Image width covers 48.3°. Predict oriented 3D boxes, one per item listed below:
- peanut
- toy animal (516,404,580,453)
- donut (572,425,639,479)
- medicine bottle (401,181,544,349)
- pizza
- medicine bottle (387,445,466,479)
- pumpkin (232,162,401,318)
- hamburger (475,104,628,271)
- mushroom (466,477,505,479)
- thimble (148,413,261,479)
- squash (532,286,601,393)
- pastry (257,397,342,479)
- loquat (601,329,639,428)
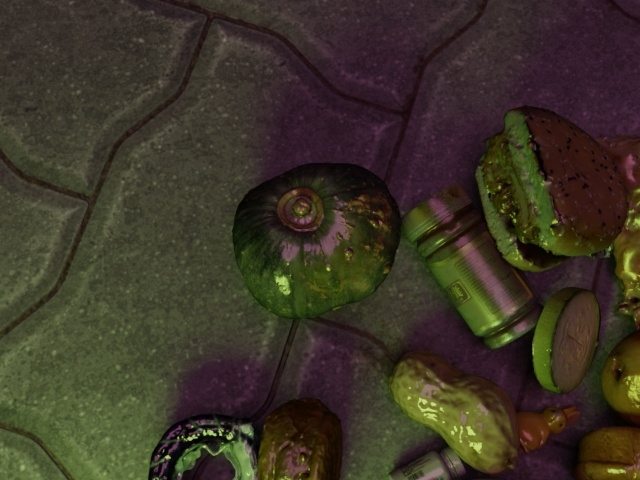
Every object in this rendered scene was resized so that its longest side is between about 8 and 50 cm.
[{"bbox_3d":[0.272,0.319,1.389,0.291,0.143,0.159,37,106,17],"label":"peanut"},{"bbox_3d":[0.455,0.365,1.442,0.159,0.070,0.083,-20,77,-11],"label":"toy animal"},{"bbox_3d":[0.602,0.428,1.363,0.227,0.226,0.113,10,67,0],"label":"donut"},{"bbox_3d":[0.310,0.052,1.452,0.151,0.151,0.322,-32,82,-8],"label":"medicine bottle"},{"bbox_3d":[0.729,-0.058,1.410,0.392,0.080,0.434,-25,79,38],"label":"pizza"},{"bbox_3d":[0.210,0.464,1.404,0.140,0.079,0.079,-25,81,-7],"label":"medicine bottle"},{"bbox_3d":[0.000,0.000,1.398,0.328,0.257,0.291,-12,67,2],"label":"pumpkin"},{"bbox_3d":[0.461,-0.099,1.420,0.277,0.195,0.318,3,62,-32],"label":"hamburger"},{"bbox_3d":[0.348,0.594,1.276,0.315,0.315,0.356,-35,83,-8],"label":"mushroom"},{"bbox_3d":[-0.204,0.437,1.358,0.237,0.150,0.237,0,77,-2],"label":"thimble"},{"bbox_3d":[0.494,0.199,1.426,0.041,0.219,0.219,13,74,44],"label":"squash"},{"bbox_3d":[-0.035,0.415,1.331,0.132,0.235,0.240,6,85,10],"label":"pastry"},{"bbox_3d":[0.669,0.275,1.390,0.238,0.193,0.238,-7,115,-15],"label":"loquat"}]
